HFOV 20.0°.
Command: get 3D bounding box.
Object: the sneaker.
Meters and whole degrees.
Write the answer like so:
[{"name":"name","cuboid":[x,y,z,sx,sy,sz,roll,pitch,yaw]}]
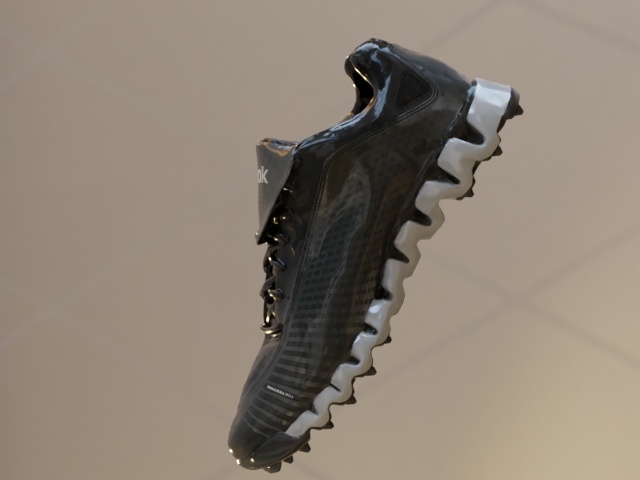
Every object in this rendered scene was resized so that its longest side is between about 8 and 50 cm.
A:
[{"name":"sneaker","cuboid":[0.000,0.000,0.910,0.106,0.078,0.234,32,-95,-9]}]
